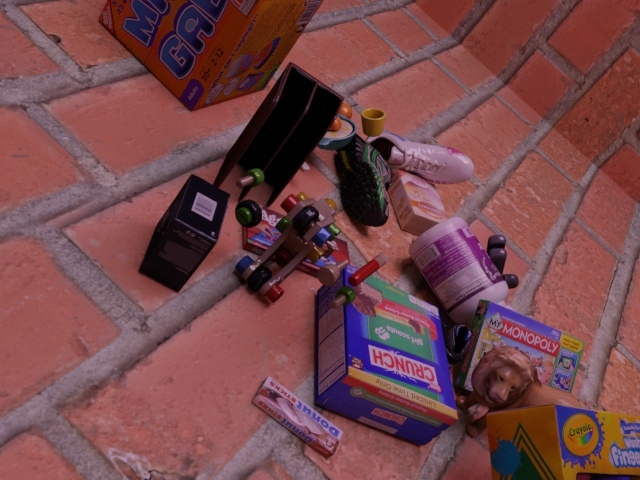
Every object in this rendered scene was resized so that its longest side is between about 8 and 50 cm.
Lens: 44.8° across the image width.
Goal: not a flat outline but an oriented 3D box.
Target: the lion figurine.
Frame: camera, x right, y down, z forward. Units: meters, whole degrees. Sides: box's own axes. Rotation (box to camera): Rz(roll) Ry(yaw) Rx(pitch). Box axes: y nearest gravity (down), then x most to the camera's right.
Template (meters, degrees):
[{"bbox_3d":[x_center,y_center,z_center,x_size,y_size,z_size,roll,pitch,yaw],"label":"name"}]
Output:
[{"bbox_3d":[0.463,0.357,1.701,0.392,0.240,0.142,22,37,-27],"label":"lion figurine"}]

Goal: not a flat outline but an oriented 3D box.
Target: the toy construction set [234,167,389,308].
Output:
[{"bbox_3d":[0.000,0.000,1.609,0.309,0.257,0.237,25,31,24],"label":"toy construction set"}]

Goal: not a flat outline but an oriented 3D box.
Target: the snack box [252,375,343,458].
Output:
[{"bbox_3d":[-0.041,0.327,1.439,0.178,0.022,0.064,37,32,-3],"label":"snack box"}]

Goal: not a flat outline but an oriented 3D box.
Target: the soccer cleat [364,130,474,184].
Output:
[{"bbox_3d":[0.274,-0.231,2.254,0.331,0.116,0.143,18,20,19],"label":"soccer cleat"}]

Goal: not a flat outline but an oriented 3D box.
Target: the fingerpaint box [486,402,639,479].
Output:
[{"bbox_3d":[0.527,0.522,1.488,0.445,0.163,0.371,18,62,-40],"label":"fingerpaint box"}]

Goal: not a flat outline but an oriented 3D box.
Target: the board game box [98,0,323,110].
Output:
[{"bbox_3d":[-0.271,-0.612,2.013,0.356,0.356,0.356,45,33,7],"label":"board game box"}]

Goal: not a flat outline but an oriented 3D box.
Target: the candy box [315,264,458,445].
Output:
[{"bbox_3d":[0.130,0.234,1.627,0.268,0.122,0.317,26,37,-21],"label":"candy box"}]

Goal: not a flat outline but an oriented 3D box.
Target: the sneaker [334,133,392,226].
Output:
[{"bbox_3d":[0.143,-0.161,2.094,0.146,0.134,0.343,23,36,-25],"label":"sneaker"}]

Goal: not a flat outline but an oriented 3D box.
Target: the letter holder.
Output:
[{"bbox_3d":[-0.102,-0.211,1.757,0.152,0.302,0.214,32,34,-12],"label":"letter holder"}]

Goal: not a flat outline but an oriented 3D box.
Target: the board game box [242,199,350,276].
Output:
[{"bbox_3d":[-0.052,0.010,1.799,0.281,0.027,0.145,22,36,-25],"label":"board game box"}]

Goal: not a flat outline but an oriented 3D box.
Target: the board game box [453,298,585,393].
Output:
[{"bbox_3d":[0.480,0.292,1.854,0.317,0.046,0.213,23,81,-24],"label":"board game box"}]

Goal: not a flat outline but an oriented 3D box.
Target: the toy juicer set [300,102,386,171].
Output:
[{"bbox_3d":[0.002,-0.306,2.072,0.209,0.089,0.329,31,47,34],"label":"toy juicer set"}]

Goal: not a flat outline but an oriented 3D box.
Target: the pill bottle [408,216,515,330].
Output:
[{"bbox_3d":[0.367,0.103,1.960,0.169,0.169,0.301,-12,67,-51],"label":"pill bottle"}]

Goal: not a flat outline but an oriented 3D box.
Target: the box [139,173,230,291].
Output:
[{"bbox_3d":[-0.261,-0.015,1.501,0.093,0.158,0.156,29,34,-17],"label":"box"}]

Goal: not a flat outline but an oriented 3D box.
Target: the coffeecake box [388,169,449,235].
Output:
[{"bbox_3d":[0.280,-0.098,2.214,0.142,0.068,0.185,17,38,-30],"label":"coffeecake box"}]

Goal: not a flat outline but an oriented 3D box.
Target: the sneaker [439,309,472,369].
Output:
[{"bbox_3d":[0.305,0.218,1.818,0.079,0.121,0.217,31,34,-15],"label":"sneaker"}]

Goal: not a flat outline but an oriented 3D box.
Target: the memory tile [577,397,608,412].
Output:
[{"bbox_3d":[0.730,0.482,2.026,0.113,0.012,0.148,22,37,-25],"label":"memory tile"}]

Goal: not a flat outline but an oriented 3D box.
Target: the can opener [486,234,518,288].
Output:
[{"bbox_3d":[0.491,0.066,2.087,0.095,0.283,0.076,-1,67,8],"label":"can opener"}]
